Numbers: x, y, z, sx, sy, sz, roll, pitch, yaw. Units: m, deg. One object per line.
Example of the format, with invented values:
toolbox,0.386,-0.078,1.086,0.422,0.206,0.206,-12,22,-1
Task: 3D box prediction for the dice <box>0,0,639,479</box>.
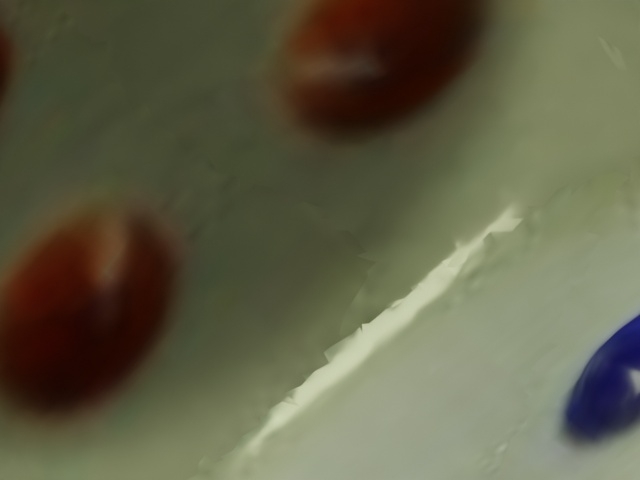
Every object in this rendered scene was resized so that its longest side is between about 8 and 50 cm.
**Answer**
dice,0.000,0.000,0.767,0.304,0.277,0.304,-41,149,3
